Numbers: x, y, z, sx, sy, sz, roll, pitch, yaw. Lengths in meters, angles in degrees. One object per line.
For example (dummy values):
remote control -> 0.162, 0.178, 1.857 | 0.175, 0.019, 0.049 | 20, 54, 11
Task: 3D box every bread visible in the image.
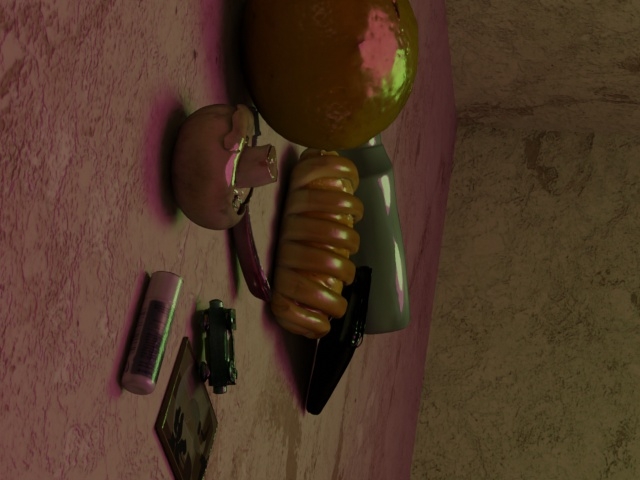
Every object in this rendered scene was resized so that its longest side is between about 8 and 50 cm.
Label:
bread -> 0.000, 0.000, 1.993 | 0.173, 0.121, 0.311 | 38, 60, -71

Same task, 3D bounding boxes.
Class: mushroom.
mushroom -> -0.112, -0.088, 1.464 | 0.154, 0.122, 0.154 | 4, 90, -85

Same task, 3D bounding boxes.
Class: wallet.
wallet -> 0.031, 0.176, 2.151 | 0.318, 0.045, 0.172 | 114, -11, -58

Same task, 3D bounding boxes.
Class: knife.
knife -> -0.098, -0.040, 1.705 | 0.123, 0.053, 0.278 | -90, 179, -61

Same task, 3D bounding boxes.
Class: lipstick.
lipstick -> -0.187, 0.103, 1.369 | 0.040, 0.040, 0.141 | 75, 23, -56

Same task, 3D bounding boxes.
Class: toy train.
toy train -> -0.132, 0.137, 1.594 | 0.081, 0.050, 0.122 | 64, 24, -86

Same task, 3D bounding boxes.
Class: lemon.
lemon -> 0.012, -0.265, 1.685 | 0.260, 0.260, 0.284 | -11, 106, -77

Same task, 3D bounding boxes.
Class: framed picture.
framed picture -> -0.167, 0.236, 1.570 | 0.201, 0.010, 0.136 | 80, 18, -48

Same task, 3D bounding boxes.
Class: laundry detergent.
laundry detergent -> 0.075, -0.047, 2.269 | 0.264, 0.125, 0.398 | -133, -143, -74
